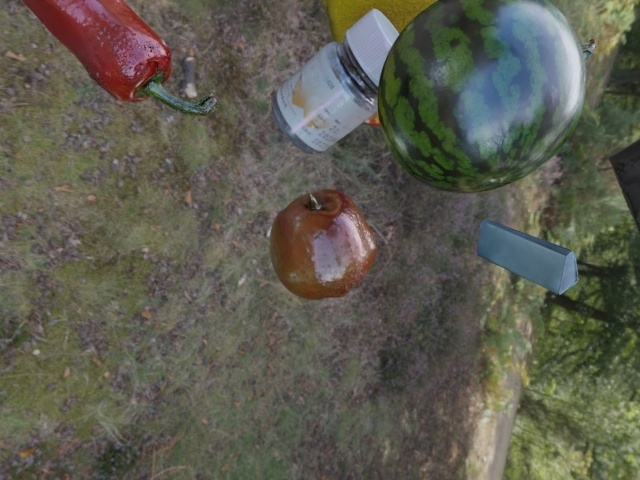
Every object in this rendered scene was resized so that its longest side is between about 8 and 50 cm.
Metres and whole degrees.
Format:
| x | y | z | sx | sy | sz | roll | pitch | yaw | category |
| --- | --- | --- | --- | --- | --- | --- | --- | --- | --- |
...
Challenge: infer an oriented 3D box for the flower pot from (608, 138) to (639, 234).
| x | y | z | sx | sy | sz | roll | pitch | yaw | category |
| --- | --- | --- | --- | --- | --- | --- | --- | --- | --- |
| 0.826 | -0.128 | 0.963 | 0.379 | 0.251 | 0.378 | 31 | 49 | -44 | flower pot |

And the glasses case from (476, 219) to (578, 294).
| x | y | z | sx | sy | sz | roll | pitch | yaw | category |
| --- | --- | --- | --- | --- | --- | --- | --- | --- | --- |
| 0.509 | 0.031 | 1.079 | 0.056 | 0.266 | 0.105 | -8 | 111 | -22 | glasses case |

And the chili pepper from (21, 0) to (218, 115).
| x | y | z | sx | sy | sz | roll | pitch | yaw | category |
| --- | --- | --- | --- | --- | --- | --- | --- | --- | --- |
| -0.307 | -0.290 | 0.566 | 0.387 | 0.110 | 0.110 | 44 | 54 | -10 | chili pepper |

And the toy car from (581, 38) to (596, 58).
| x | y | z | sx | sy | sz | roll | pitch | yaw | category |
| --- | --- | --- | --- | --- | --- | --- | --- | --- | --- |
| 0.640 | -0.480 | 1.116 | 0.035 | 0.122 | 0.059 | 65 | 35 | -29 | toy car |

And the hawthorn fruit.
| x | y | z | sx | sy | sz | roll | pitch | yaw | category |
| --- | --- | --- | --- | --- | --- | --- | --- | --- | --- |
| 0.000 | 0.000 | 1.539 | 0.403 | 0.403 | 0.402 | -28 | 123 | -53 | hawthorn fruit |

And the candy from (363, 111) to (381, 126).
| x | y | z | sx | sy | sz | roll | pitch | yaw | category |
| --- | --- | --- | --- | --- | --- | --- | --- | --- | --- |
| 0.139 | -0.342 | 1.093 | 0.146 | 0.276 | 0.087 | -51 | 151 | -62 | candy |

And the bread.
| x | y | z | sx | sy | sz | roll | pitch | yaw | category |
| --- | --- | --- | --- | --- | --- | --- | --- | --- | --- |
| 0.175 | -0.666 | 1.210 | 0.323 | 0.334 | 0.143 | 31 | 59 | -83 | bread |

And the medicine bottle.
| x | y | z | sx | sy | sz | roll | pitch | yaw | category |
| --- | --- | --- | --- | --- | --- | --- | --- | --- | --- |
| 0.044 | -0.311 | 0.874 | 0.165 | 0.273 | 0.165 | 34 | 38 | -33 | medicine bottle |

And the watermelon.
| x | y | z | sx | sy | sz | roll | pitch | yaw | category |
| --- | --- | --- | --- | --- | --- | --- | --- | --- | --- |
| 0.221 | -0.209 | 0.628 | 0.285 | 0.286 | 0.284 | -28 | 123 | -53 | watermelon |
